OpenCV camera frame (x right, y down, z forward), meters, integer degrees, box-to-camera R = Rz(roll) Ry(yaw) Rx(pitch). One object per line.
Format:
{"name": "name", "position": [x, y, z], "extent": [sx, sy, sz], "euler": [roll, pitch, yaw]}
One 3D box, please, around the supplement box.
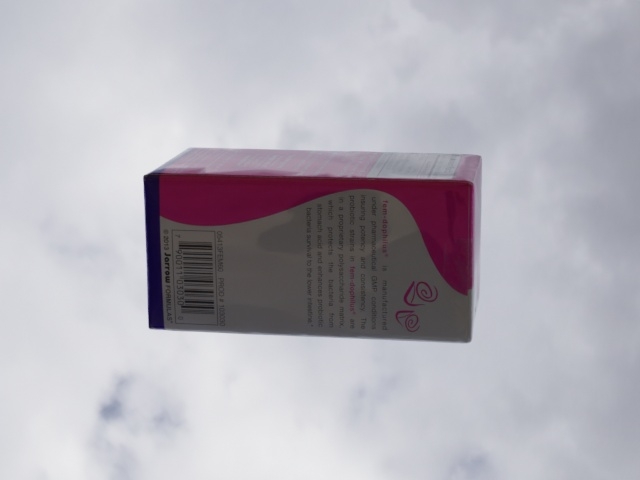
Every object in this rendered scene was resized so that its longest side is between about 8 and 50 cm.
{"name": "supplement box", "position": [0.000, 0.000, 0.961], "extent": [0.220, 0.114, 0.111], "euler": [3, -76, 10]}
